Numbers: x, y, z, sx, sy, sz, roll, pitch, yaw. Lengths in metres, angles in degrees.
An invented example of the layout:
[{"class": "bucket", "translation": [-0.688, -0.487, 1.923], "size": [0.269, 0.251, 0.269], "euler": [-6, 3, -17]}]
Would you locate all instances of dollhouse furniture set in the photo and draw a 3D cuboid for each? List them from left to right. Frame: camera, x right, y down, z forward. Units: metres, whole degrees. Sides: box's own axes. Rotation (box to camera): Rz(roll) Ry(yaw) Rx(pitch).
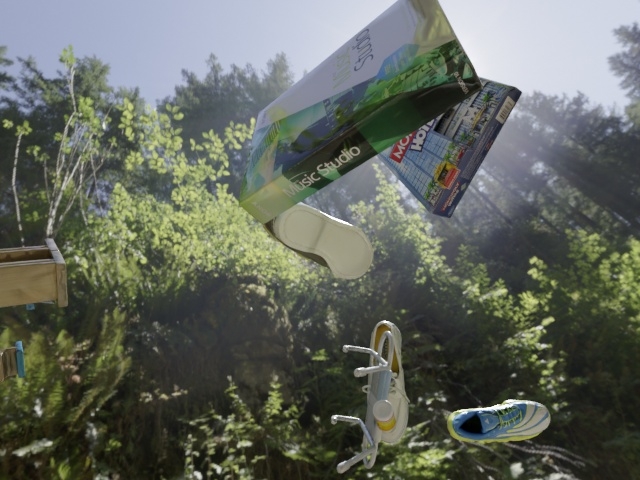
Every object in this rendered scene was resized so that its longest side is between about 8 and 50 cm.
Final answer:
[{"class": "dollhouse furniture set", "translation": [-0.447, 0.106, 0.590], "size": [0.129, 0.128, 0.184], "euler": [-6, -70, -39]}]

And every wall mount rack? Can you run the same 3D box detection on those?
[{"class": "wall mount rack", "translation": [0.102, 0.400, 1.016], "size": [0.130, 0.304, 0.351], "euler": [10, -94, -4]}]

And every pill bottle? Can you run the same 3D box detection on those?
[{"class": "pill bottle", "translation": [0.136, 0.375, 0.866], "size": [0.043, 0.043, 0.083], "euler": [-19, -48, -2]}]

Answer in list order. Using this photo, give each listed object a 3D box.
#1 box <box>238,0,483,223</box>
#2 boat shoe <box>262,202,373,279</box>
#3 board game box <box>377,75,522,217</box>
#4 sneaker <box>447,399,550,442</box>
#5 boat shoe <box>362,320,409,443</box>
[{"class": "box", "translation": [0.030, -0.184, 0.553], "size": [0.321, 0.233, 0.058], "euler": [-30, -51, 29]}, {"class": "boat shoe", "translation": [0.002, -0.004, 0.841], "size": [0.304, 0.091, 0.109], "euler": [29, -92, -46]}, {"class": "board game box", "translation": [0.155, -0.165, 0.615], "size": [0.060, 0.194, 0.194], "euler": [7, -65, -46]}, {"class": "sneaker", "translation": [0.422, 0.433, 0.963], "size": [0.239, 0.091, 0.126], "euler": [-16, -22, 10]}, {"class": "boat shoe", "translation": [0.204, 0.431, 1.270], "size": [0.135, 0.368, 0.156], "euler": [-1, -18, 17]}]
